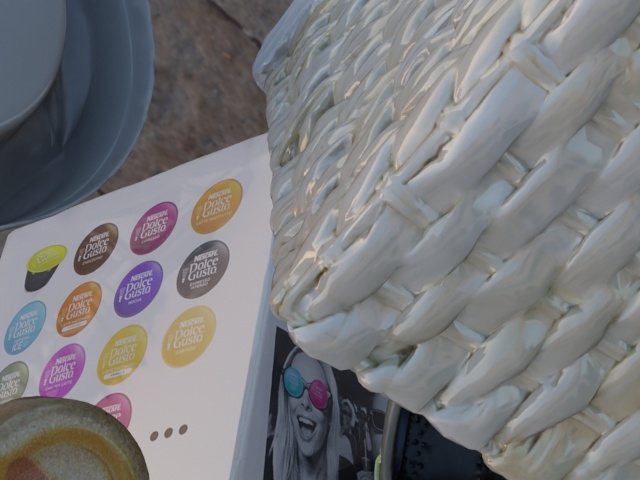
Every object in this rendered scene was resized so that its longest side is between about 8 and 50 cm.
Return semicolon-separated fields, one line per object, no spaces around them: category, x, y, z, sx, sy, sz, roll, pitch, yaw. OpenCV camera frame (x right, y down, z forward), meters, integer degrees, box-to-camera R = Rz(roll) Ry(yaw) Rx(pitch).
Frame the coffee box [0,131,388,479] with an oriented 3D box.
coffee box;-0.072;0.165;1.087;0.338;0.338;0.334;-17;49;33

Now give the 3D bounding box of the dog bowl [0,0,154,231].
dog bowl;-0.243;-0.142;0.629;0.102;0.349;0.348;-28;71;33

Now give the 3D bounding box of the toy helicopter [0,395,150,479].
toy helicopter;-0.223;0.069;0.454;0.140;0.355;0.235;-14;71;53

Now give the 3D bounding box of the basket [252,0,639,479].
basket;0.188;-0.059;0.568;0.328;0.266;0.331;34;113;-19

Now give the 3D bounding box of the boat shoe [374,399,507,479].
boat shoe;0.084;0.175;0.854;0.109;0.091;0.305;2;84;16
